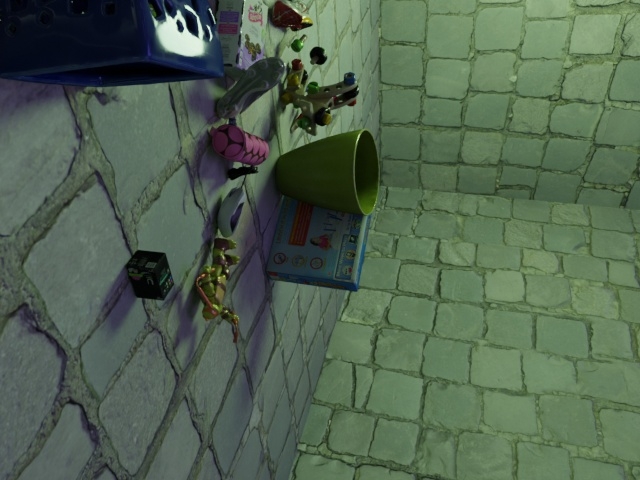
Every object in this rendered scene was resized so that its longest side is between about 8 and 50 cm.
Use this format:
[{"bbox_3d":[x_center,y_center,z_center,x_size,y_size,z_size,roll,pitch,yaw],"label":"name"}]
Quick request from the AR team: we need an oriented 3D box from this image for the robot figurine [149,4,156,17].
[{"bbox_3d":[-0.295,-0.378,1.050,0.115,0.067,0.101,-52,159,-65],"label":"robot figurine"}]

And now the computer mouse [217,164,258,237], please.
[{"bbox_3d":[-0.222,-0.102,1.480,0.042,0.106,0.193,23,79,-43],"label":"computer mouse"}]

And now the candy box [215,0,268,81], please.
[{"bbox_3d":[-0.192,-0.499,1.414,0.165,0.070,0.196,-8,105,-76],"label":"candy box"}]

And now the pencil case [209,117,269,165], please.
[{"bbox_3d":[-0.201,-0.241,1.469,0.209,0.098,0.095,1,112,-80],"label":"pencil case"}]

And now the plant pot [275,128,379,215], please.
[{"bbox_3d":[0.013,-0.217,1.897,0.275,0.293,0.275,1,90,-69],"label":"plant pot"}]

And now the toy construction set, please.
[{"bbox_3d":[-0.044,-0.434,1.887,0.237,0.257,0.309,-56,179,-25],"label":"toy construction set"}]

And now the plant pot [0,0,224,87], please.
[{"bbox_3d":[-0.285,-0.327,0.791,0.236,0.236,0.212,-39,127,-71],"label":"plant pot"}]

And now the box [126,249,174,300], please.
[{"bbox_3d":[-0.330,0.068,1.135,0.052,0.062,0.083,-69,161,-49],"label":"box"}]

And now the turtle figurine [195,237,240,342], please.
[{"bbox_3d":[-0.252,0.118,1.437,0.269,0.087,0.217,68,23,-47],"label":"turtle figurine"}]

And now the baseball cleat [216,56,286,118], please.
[{"bbox_3d":[-0.165,-0.372,1.411,0.072,0.206,0.109,55,16,-10],"label":"baseball cleat"}]

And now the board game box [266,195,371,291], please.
[{"bbox_3d":[0.000,0.000,1.973,0.086,0.302,0.308,69,31,-64],"label":"board game box"}]

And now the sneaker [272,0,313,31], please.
[{"bbox_3d":[-0.094,-0.691,1.751,0.225,0.088,0.093,-38,113,-72],"label":"sneaker"}]
